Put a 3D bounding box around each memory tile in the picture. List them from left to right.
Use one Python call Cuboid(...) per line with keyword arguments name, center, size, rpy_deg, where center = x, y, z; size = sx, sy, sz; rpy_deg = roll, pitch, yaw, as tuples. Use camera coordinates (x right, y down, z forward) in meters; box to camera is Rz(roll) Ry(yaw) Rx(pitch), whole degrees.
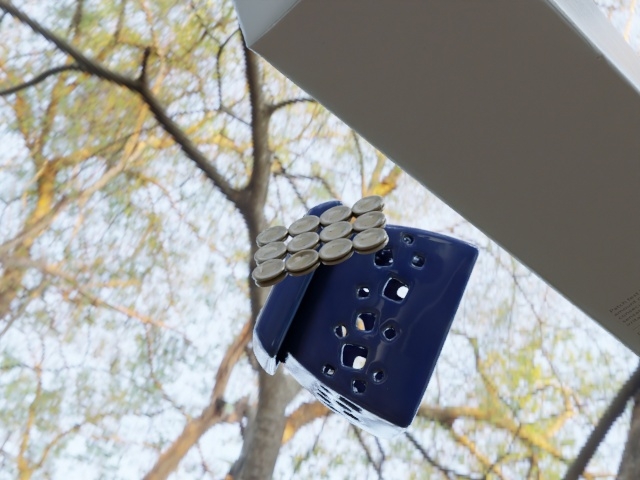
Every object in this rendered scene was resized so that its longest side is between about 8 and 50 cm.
Cuboid(name="memory tile", center=(0.000, 0.000, 1.237), size=(0.148, 0.113, 0.012), rpy_deg=(-17, -62, 9))

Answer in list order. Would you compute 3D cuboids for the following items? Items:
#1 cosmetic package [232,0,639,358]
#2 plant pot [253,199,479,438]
Cuboid(name="cosmetic package", center=(0.058, -0.144, 0.606), size=(0.097, 0.377, 0.284), rpy_deg=(-40, -52, 17))
Cuboid(name="plant pot", center=(0.043, 0.093, 1.435), size=(0.212, 0.236, 0.235), rpy_deg=(24, -102, 2))
